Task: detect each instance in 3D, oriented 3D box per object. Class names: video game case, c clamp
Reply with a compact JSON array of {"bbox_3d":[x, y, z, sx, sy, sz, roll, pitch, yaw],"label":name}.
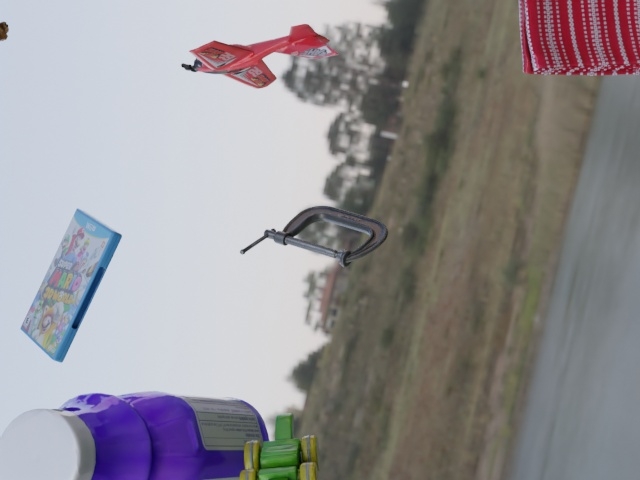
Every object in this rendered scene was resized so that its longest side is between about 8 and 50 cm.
[{"bbox_3d":[-0.301,0.051,1.472,0.119,0.015,0.166,26,90,54],"label":"video game case"},{"bbox_3d":[0.000,0.000,1.576,0.137,0.161,0.022,-45,-42,-43],"label":"c clamp"}]

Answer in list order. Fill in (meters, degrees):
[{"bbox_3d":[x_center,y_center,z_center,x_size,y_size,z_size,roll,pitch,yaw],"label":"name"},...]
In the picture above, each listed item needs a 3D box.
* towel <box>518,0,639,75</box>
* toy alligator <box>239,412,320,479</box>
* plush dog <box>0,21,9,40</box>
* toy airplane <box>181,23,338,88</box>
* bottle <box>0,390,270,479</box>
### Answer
[{"bbox_3d":[0.364,-0.295,1.446,0.031,0.275,0.199,176,91,-75],"label":"towel"},{"bbox_3d":[-0.028,0.194,0.903,0.189,0.056,0.051,-88,-10,-67],"label":"toy alligator"},{"bbox_3d":[-0.469,-0.244,1.433,0.225,0.211,0.262,-144,61,-69],"label":"plush dog"},{"bbox_3d":[-0.056,-0.170,1.113,0.151,0.151,0.028,47,-141,-80],"label":"toy airplane"},{"bbox_3d":[-0.137,0.165,0.937,0.283,0.118,0.092,22,-131,-66],"label":"bottle"}]
